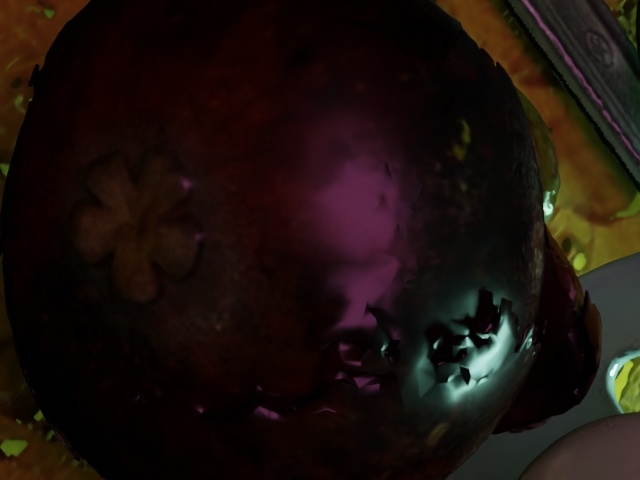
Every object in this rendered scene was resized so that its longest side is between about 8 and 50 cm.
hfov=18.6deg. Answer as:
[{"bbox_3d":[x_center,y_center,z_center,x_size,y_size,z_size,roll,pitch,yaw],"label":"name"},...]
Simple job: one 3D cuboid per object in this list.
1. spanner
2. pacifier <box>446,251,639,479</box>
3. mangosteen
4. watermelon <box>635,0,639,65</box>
[{"bbox_3d":[0.096,-0.068,0.696,0.071,0.017,0.302,-42,99,-32],"label":"spanner"},{"bbox_3d":[0.141,0.145,0.608,0.207,0.227,0.279,40,56,-61],"label":"pacifier"},{"bbox_3d":[0.000,0.000,0.559,0.180,0.166,0.166,-9,84,-50],"label":"mangosteen"},{"bbox_3d":[0.171,-0.089,0.700,0.087,0.069,0.163,41,55,-16],"label":"watermelon"}]
